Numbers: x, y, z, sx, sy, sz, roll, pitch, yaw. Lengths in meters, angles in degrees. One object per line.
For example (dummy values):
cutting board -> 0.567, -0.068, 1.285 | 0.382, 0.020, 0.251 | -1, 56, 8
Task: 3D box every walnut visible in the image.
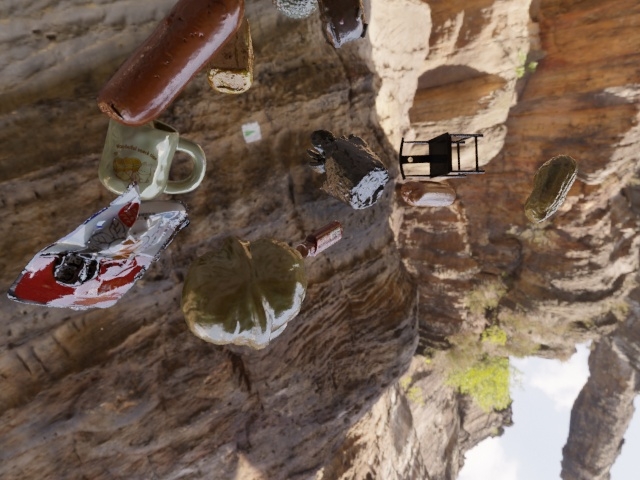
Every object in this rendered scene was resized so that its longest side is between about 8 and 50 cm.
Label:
walnut -> -0.174, 0.120, 0.953 | 0.281, 0.253, 0.277 | 10, 160, -13

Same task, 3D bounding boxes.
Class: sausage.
sausage -> 0.357, -0.153, 1.330 | 0.086, 0.086, 0.289 | 9, -170, 41
sausage -> -0.263, -0.324, 0.719 | 0.330, 0.102, 0.102 | -40, -164, 13

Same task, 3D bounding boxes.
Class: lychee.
lychee -> -0.104, -1.123, 1.788 | 0.255, 0.255, 0.274 | 2, -138, 28

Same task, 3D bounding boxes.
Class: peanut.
peanut -> 0.602, -0.138, 1.074 | 0.093, 0.194, 0.083 | 33, -175, 37

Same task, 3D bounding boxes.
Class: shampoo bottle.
shampoo bottle -> 0.000, 0.000, 1.964 | 0.076, 0.118, 0.314 | 23, -149, 25

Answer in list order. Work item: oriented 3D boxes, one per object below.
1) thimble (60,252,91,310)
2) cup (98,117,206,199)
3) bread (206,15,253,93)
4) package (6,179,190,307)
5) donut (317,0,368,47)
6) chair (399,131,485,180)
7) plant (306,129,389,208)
thimble -> -0.730, 0.093, 1.284 | 0.172, 0.205, 0.236 | 46, -148, 10
cup -> -0.471, -0.227, 1.138 | 0.173, 0.202, 0.255 | 33, -160, 31
bread -> -0.333, -0.680, 1.480 | 0.166, 0.295, 0.132 | -6, 155, 0
package -> -0.356, 0.014, 0.690 | 0.269, 0.194, 0.071 | -41, -126, 11
donut -> 0.038, -0.710, 1.114 | 0.136, 0.259, 0.345 | -13, -141, 9
chair -> 0.425, -0.298, 1.434 | 0.260, 0.155, 0.141 | -3, -178, -13
plant -> 0.081, -0.239, 1.351 | 0.198, 0.188, 0.276 | -18, -126, -36
